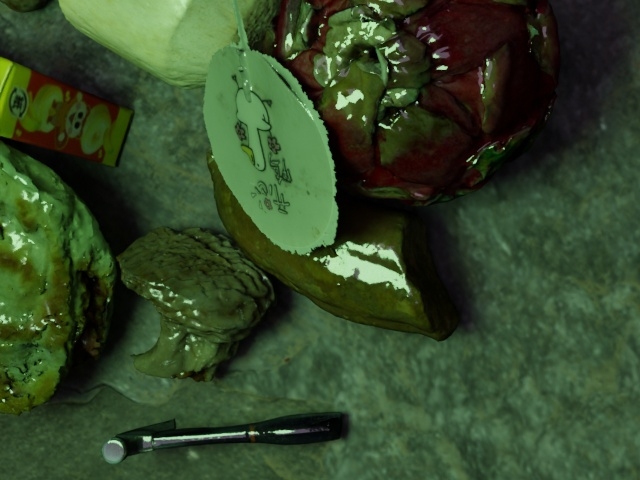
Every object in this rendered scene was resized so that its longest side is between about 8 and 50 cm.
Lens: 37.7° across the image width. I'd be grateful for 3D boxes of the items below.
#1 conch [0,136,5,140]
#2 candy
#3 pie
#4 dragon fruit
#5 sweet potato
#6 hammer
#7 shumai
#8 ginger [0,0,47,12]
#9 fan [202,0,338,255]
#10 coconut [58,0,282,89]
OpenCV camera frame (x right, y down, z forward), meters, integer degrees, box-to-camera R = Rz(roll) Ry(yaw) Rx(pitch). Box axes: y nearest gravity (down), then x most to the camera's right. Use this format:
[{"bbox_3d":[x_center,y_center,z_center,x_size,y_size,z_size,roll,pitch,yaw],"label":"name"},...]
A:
[{"bbox_3d":[-0.507,-0.186,1.304,0.245,0.163,0.178,-23,62,47],"label":"conch"},{"bbox_3d":[-0.370,-0.172,1.184,0.146,0.276,0.088,21,92,20],"label":"candy"},{"bbox_3d":[-0.454,0.014,1.187,0.395,0.180,0.418,8,123,21],"label":"pie"},{"bbox_3d":[0.101,-0.191,1.001,0.329,0.329,0.329,0,89,20],"label":"dragon fruit"},{"bbox_3d":[0.000,0.000,1.121,0.369,0.158,0.158,23,96,23],"label":"sweet potato"},{"bbox_3d":[-0.115,0.244,1.181,0.290,0.137,0.037,-6,86,6],"label":"hammer"},{"bbox_3d":[-0.164,0.089,1.189,0.206,0.166,0.175,34,127,29],"label":"shumai"},{"bbox_3d":[-0.489,-0.453,1.311,0.244,0.155,0.304,-16,91,12],"label":"ginger"},{"bbox_3d":[-0.076,-0.170,0.959,0.233,0.012,0.415,18,127,48],"label":"fan"},{"bbox_3d":[-0.175,-0.339,1.112,0.329,0.329,0.329,0,89,20],"label":"coconut"}]
